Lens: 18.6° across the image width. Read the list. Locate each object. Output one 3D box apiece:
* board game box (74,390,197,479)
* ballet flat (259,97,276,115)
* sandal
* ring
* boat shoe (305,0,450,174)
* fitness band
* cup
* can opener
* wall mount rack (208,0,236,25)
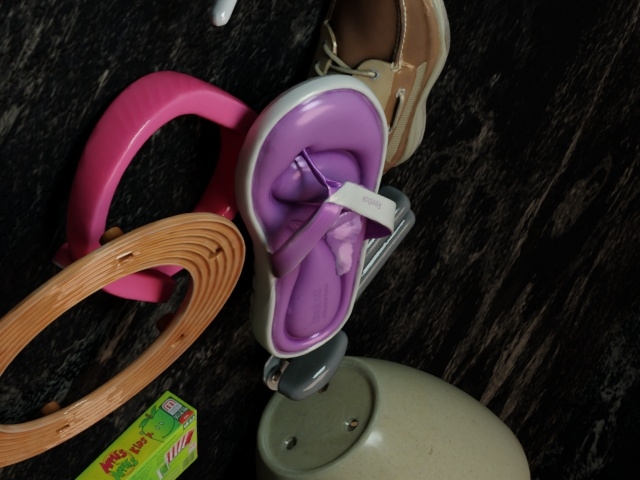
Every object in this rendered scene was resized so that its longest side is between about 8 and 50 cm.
[{"bbox_3d":[-0.204,0.251,2.057,0.181,0.043,0.092,-44,154,-31],"label":"board game box"},{"bbox_3d":[-0.023,-0.047,1.983,0.084,0.058,0.250,-14,142,-9],"label":"ballet flat"},{"bbox_3d":[0.013,-0.008,1.919,0.169,0.102,0.416,-31,151,-19],"label":"sandal"},{"bbox_3d":[-0.210,0.087,1.735,0.336,0.032,0.336,-34,161,-14],"label":"ring"},{"bbox_3d":[0.046,-0.163,1.936,0.116,0.123,0.324,-42,152,-29],"label":"boat shoe"},{"bbox_3d":[-0.142,-0.047,1.778,0.209,0.054,0.291,-60,159,5],"label":"fitness band"},{"bbox_3d":[0.053,0.272,2.335,0.331,0.331,0.237,-52,133,-14],"label":"cup"},{"bbox_3d":[0.026,0.066,2.247,0.280,0.093,0.074,-56,158,-17],"label":"can opener"},{"bbox_3d":[-0.006,-0.344,1.575,0.304,0.130,0.350,-31,153,-5],"label":"wall mount rack"}]
